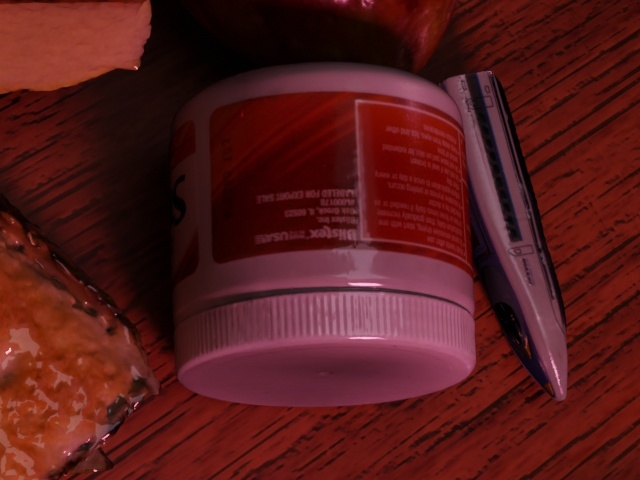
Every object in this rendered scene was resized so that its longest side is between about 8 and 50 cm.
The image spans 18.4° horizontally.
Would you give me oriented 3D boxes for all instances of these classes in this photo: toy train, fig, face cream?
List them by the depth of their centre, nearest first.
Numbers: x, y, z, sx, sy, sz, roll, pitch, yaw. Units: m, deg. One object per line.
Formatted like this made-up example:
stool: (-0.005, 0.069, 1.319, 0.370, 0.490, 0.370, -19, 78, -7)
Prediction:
face cream: (0.000, 0.000, 1.311, 0.201, 0.201, 0.187, 6, 71, -27)
fig: (-0.005, -0.223, 1.381, 0.263, 0.224, 0.224, 50, 58, -6)
toy train: (0.134, 0.000, 1.470, 0.048, 0.055, 0.252, -8, 78, -31)

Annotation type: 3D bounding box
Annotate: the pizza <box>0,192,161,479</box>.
pizza: (-0.289, 0.070, 1.207, 0.392, 0.080, 0.435, -10, 80, -30)

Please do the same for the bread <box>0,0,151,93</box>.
bread: (-0.291, -0.246, 1.230, 0.323, 0.143, 0.333, -10, 64, -31)
